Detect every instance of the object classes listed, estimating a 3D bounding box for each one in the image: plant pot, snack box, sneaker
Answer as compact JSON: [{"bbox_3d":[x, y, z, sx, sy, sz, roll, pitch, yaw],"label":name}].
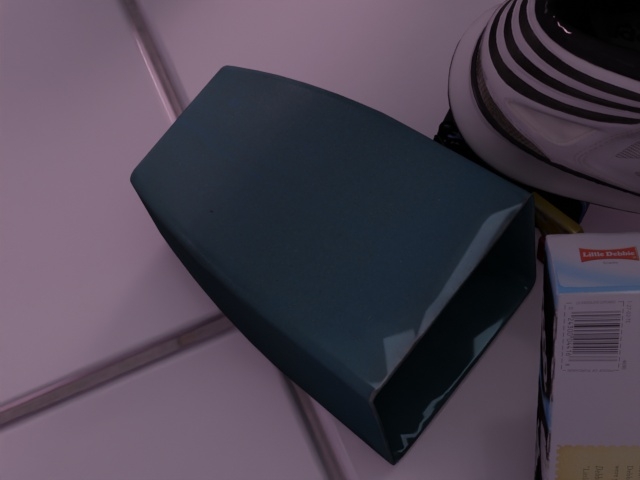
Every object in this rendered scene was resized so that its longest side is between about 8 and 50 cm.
[{"bbox_3d":[0.000,0.000,1.100,0.234,0.166,0.165,35,77,18],"label":"plant pot"},{"bbox_3d":[0.222,0.138,0.981,0.187,0.322,0.060,-1,36,1],"label":"snack box"},{"bbox_3d":[0.313,-0.065,0.980,0.447,0.257,0.169,12,82,-6],"label":"sneaker"}]

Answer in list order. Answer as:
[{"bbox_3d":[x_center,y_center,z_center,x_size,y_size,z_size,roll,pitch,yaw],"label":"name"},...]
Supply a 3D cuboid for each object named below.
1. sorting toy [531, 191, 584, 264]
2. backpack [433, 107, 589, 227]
[{"bbox_3d":[0.220,0.086,1.078,0.046,0.132,0.274,-42,76,-9],"label":"sorting toy"},{"bbox_3d":[0.141,-0.064,1.141,0.114,0.105,0.084,26,76,7],"label":"backpack"}]
